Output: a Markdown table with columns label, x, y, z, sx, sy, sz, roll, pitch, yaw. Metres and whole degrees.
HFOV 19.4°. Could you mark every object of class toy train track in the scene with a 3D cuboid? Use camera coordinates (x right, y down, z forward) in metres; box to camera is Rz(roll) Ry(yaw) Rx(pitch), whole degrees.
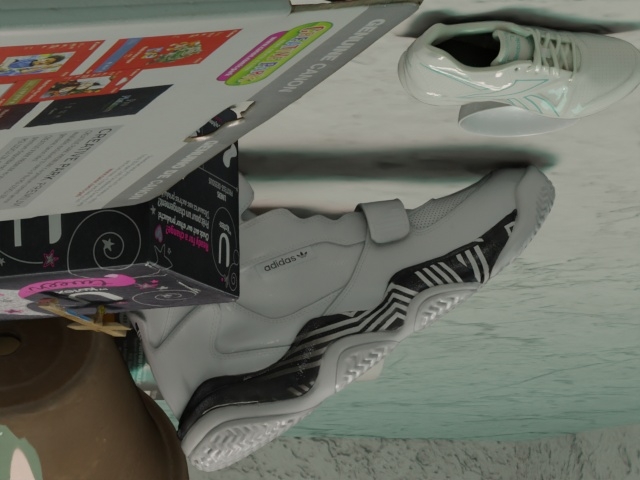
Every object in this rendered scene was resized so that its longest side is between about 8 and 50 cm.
| label | x | y | z | sx | sy | sz | roll | pitch | yaw |
| --- | --- | --- | --- | --- | --- | --- | --- | --- | --- |
| toy train track | -0.156 | 0.048 | 1.239 | 0.048 | 0.014 | 0.083 | -2 | 164 | 31 |

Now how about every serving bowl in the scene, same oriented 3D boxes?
| label | x | y | z | sx | sy | sz | roll | pitch | yaw |
| --- | --- | --- | --- | --- | --- | --- | --- | --- | --- |
| serving bowl | 0.134 | -0.093 | 1.270 | 0.083 | 0.027 | 0.083 | -2 | 169 | 0 |

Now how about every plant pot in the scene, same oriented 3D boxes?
| label | x | y | z | sx | sy | sz | roll | pitch | yaw |
| --- | --- | --- | --- | --- | --- | --- | --- | --- | --- |
| plant pot | -0.233 | 0.147 | 1.441 | 0.263 | 0.263 | 0.229 | -2 | 136 | -2 |

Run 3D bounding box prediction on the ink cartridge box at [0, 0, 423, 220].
| label | x | y | z | sx | sy | sz | roll | pitch | yaw |
| --- | --- | --- | --- | --- | --- | --- | --- | --- | --- |
| ink cartridge box | -0.149 | -0.102 | 0.830 | 0.271 | 0.130 | 0.309 | -6 | 169 | -31 |

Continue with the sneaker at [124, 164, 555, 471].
| label | x | y | z | sx | sy | sz | roll | pitch | yaw |
| --- | --- | --- | --- | --- | --- | --- | --- | --- | --- |
| sneaker | 0.000 | 0.000 | 1.468 | 0.366 | 0.210 | 0.137 | -35 | 176 | -14 |

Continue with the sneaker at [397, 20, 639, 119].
| label | x | y | z | sx | sy | sz | roll | pitch | yaw |
| --- | --- | --- | --- | --- | --- | --- | --- | --- | --- |
| sneaker | 0.126 | -0.107 | 1.141 | 0.152 | 0.054 | 0.061 | 0 | 166 | -6 |

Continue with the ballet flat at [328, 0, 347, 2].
| label | x | y | z | sx | sy | sz | roll | pitch | yaw |
| --- | --- | --- | --- | --- | --- | --- | --- | --- | --- |
| ballet flat | -0.034 | -0.154 | 0.934 | 0.173 | 0.049 | 0.057 | 10 | -168 | -28 |

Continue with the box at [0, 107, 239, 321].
| label | x | y | z | sx | sy | sz | roll | pitch | yaw |
| --- | --- | --- | --- | --- | --- | --- | --- | --- | --- |
| box | -0.195 | -0.024 | 1.262 | 0.247 | 0.142 | 0.163 | -6 | 168 | 18 |

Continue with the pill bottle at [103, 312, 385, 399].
| label | x | y | z | sx | sy | sz | roll | pitch | yaw |
| --- | --- | --- | --- | --- | --- | --- | --- | --- | --- |
| pill bottle | -0.087 | 0.062 | 1.671 | 0.278 | 0.162 | 0.162 | -1 | 169 | -11 |
